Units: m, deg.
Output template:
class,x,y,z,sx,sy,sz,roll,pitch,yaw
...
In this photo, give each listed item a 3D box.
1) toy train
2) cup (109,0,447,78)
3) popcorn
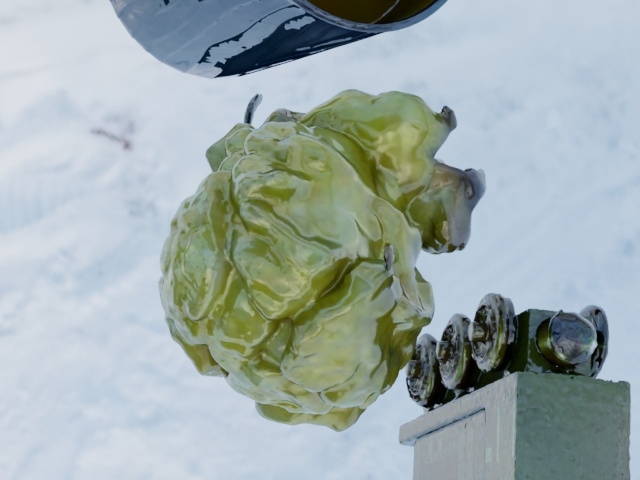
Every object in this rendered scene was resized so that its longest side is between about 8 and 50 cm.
class,x,y,z,sx,sy,sz,roll,pitch,yaw
toy train,0.114,0.115,1.018,0.090,0.225,0.137,7,73,-14
cup,-0.031,-0.141,0.672,0.113,0.150,0.138,-58,22,-22
popcorn,-0.006,-0.005,0.882,0.174,0.168,0.195,2,59,39
